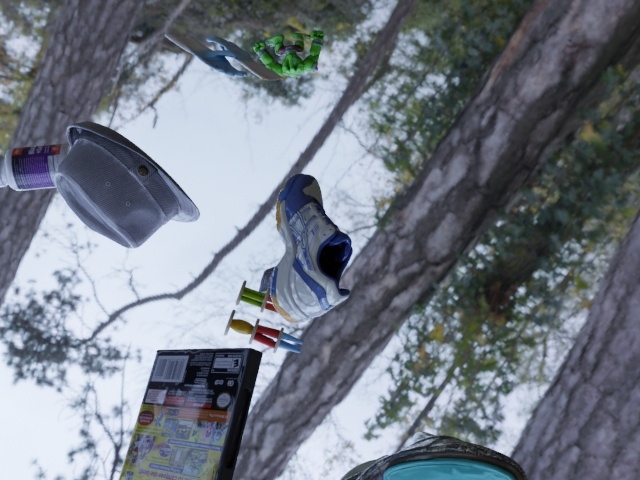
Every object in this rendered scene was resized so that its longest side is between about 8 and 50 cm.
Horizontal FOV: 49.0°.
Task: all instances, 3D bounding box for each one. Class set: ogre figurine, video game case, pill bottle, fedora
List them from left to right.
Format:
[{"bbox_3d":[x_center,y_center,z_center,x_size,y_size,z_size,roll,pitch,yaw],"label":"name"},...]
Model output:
[{"bbox_3d":[-0.718,-0.181,1.751,0.194,0.108,0.108,-6,-148,-7],"label":"pill bottle"},{"bbox_3d":[-0.362,-0.078,1.248,0.244,0.124,0.275,6,144,47],"label":"fedora"},{"bbox_3d":[-0.222,0.303,1.170,0.035,0.275,0.248,31,-118,-38],"label":"video game case"},{"bbox_3d":[-0.085,-0.522,1.987,0.197,0.118,0.097,-5,171,-14],"label":"ogre figurine"}]

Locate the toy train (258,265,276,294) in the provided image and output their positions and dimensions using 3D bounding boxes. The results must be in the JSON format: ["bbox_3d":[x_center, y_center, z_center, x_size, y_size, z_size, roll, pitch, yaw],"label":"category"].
[{"bbox_3d":[-0.052,0.095,1.539,0.105,0.184,0.080,27,-118,-30],"label":"toy train"}]

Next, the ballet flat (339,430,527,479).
[{"bbox_3d":[0.130,0.437,1.245,0.164,0.483,0.182,55,-157,-10],"label":"ballet flat"}]

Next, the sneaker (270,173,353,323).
[{"bbox_3d":[0.000,0.000,1.188,0.112,0.131,0.296,39,-141,-43],"label":"sneaker"}]

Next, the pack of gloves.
[{"bbox_3d":[-0.224,-0.457,1.687,0.232,0.046,0.195,38,-148,25],"label":"pack of gloves"}]

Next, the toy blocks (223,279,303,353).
[{"bbox_3d":[-0.097,0.152,1.354,0.148,0.054,0.123,20,-124,-3],"label":"toy blocks"}]
